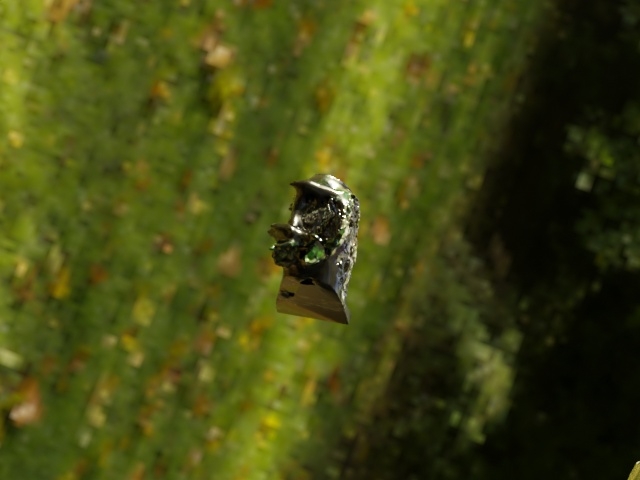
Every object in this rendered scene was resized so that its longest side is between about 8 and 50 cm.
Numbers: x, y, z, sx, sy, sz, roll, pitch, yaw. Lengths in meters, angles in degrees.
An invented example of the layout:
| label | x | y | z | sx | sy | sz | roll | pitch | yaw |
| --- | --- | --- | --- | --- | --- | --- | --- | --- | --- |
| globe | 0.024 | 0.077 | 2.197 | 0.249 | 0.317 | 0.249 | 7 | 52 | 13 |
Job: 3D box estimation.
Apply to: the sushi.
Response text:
| label | x | y | z | sx | sy | sz | roll | pitch | yaw |
| --- | --- | --- | --- | --- | --- | --- | --- | --- | --- |
| sushi | 0.000 | 0.000 | 1.411 | 0.085 | 0.056 | 0.083 | 76 | 30 | -53 |

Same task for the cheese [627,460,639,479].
| label | x | y | z | sx | sy | sz | roll | pitch | yaw |
| --- | --- | --- | --- | --- | --- | --- | --- | --- | --- |
| cheese | 0.272 | 0.160 | 1.077 | 0.198 | 0.189 | 0.154 | -178 | -78 | -80 |
